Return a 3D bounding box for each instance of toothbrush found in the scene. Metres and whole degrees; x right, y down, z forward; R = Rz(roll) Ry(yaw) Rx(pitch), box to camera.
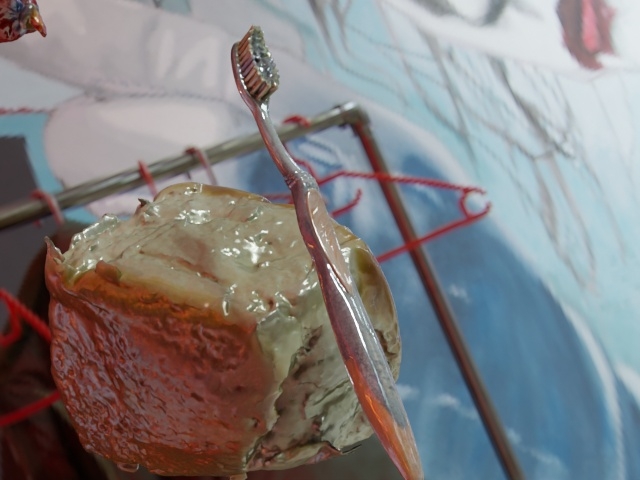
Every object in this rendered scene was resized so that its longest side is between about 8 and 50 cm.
[{"bbox_3d":[0.000,0.000,0.850,0.028,0.375,0.037,2,-33,-38],"label":"toothbrush"}]

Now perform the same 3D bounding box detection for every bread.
[{"bbox_3d":[-0.078,0.091,1.077,0.279,0.250,0.225,18,38,26],"label":"bread"}]

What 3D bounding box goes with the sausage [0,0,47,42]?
[{"bbox_3d":[-0.314,-0.213,0.921,0.074,0.274,0.074,-49,-27,-36],"label":"sausage"}]
